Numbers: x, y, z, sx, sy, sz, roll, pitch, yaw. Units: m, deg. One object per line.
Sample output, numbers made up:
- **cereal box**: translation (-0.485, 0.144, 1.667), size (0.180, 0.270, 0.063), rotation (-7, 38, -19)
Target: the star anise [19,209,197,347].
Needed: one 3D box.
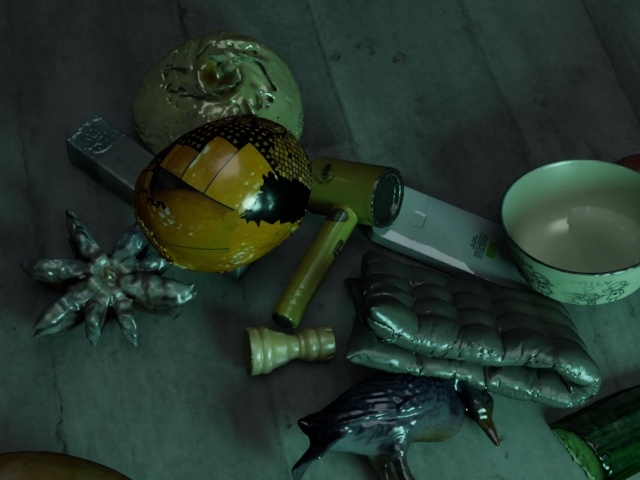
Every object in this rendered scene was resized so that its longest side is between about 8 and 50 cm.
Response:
- **star anise**: translation (-0.285, 0.053, 1.180), size (0.236, 0.093, 0.229), rotation (21, 64, 3)

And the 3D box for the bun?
- **bun**: translation (-0.144, -0.203, 1.295), size (0.259, 0.152, 0.259), rotation (3, 62, -6)

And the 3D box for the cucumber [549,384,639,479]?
- **cucumber**: translation (0.459, 0.252, 1.218), size (0.244, 0.063, 0.115), rotation (-22, 70, -20)

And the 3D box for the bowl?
- **bowl**: translation (0.377, 0.002, 1.240), size (0.237, 0.126, 0.238), rotation (-7, 44, 7)

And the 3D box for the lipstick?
- **lipstick**: translation (-0.225, -0.061, 1.258), size (0.317, 0.068, 0.066), rotation (36, 64, 9)

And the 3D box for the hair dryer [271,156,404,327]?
- **hair dryer**: translation (0.000, 0.000, 1.228), size (0.135, 0.090, 0.279), rotation (13, 59, 31)

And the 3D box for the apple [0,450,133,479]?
- **apple**: translation (-0.289, 0.409, 0.870), size (0.391, 0.346, 0.391), rotation (3, 70, -8)

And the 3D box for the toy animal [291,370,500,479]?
- **toy animal**: translation (0.101, 0.252, 1.130), size (0.298, 0.122, 0.185), rotation (0, 69, -16)

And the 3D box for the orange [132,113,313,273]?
- **orange**: translation (-0.123, -0.059, 1.106), size (0.234, 0.234, 0.182), rotation (-14, 78, -15)

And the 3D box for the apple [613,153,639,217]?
- **apple**: translation (0.504, -0.063, 1.342), size (0.153, 0.120, 0.153), rotation (3, 63, -6)

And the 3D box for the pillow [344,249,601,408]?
- **pillow**: translation (0.195, 0.118, 1.165), size (0.326, 0.101, 0.228), rotation (15, 22, -4)

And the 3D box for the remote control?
- **remote control**: translation (0.201, -0.001, 1.312), size (0.250, 0.034, 0.103), rotation (21, 63, 1)

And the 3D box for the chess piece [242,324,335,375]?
- **chess piece**: translation (-0.043, 0.148, 1.192), size (0.122, 0.066, 0.066), rotation (-3, 65, -16)
